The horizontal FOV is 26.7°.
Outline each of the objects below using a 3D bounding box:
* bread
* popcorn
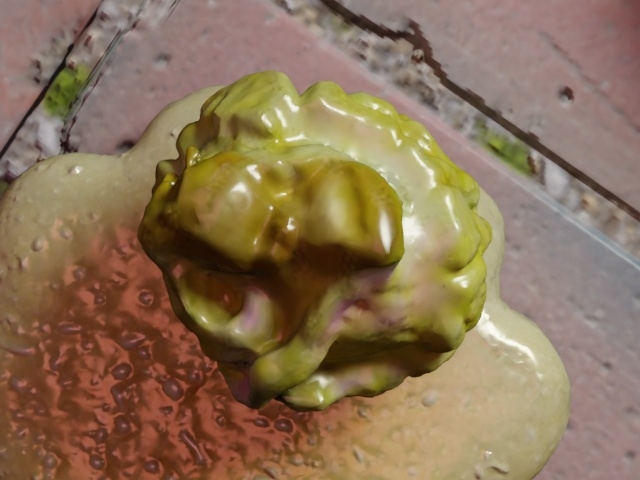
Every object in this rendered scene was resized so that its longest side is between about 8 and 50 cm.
[{"bbox_3d":[-0.043,0.077,0.646,0.316,0.054,0.316,0,93,8],"label":"bread"},{"bbox_3d":[0.000,0.000,0.551,0.126,0.126,0.145,-33,110,30],"label":"popcorn"}]
